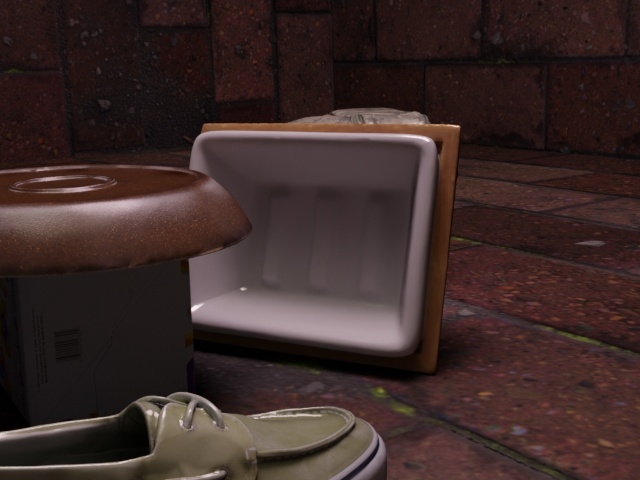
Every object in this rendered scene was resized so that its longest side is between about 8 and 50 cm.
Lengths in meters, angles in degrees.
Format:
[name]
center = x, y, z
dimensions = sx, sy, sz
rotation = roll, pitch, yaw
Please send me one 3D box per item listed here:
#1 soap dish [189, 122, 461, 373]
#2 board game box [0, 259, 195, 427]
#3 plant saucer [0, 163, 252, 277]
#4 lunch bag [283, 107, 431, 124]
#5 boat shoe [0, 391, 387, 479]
[soap dish]
center = 0.000, 0.000, 0.905
dimensions = 0.291, 0.229, 0.118
rotation = 4, -3, 28
[board game box]
center = -0.236, 0.053, 0.838
dimensions = 0.142, 0.144, 0.275
rotation = -8, 14, -30
[plant saucer]
center = -0.213, -0.027, 0.751
dimensions = 0.311, 0.050, 0.310
rotation = -2, 12, 0
[lunch bag]
center = 0.003, -0.072, 1.234
dimensions = 0.256, 0.212, 0.305
rotation = -2, 11, -6
[boat shoe]
center = -0.089, 0.139, 0.522
dimensions = 0.302, 0.094, 0.109
rotation = -9, 14, -31
